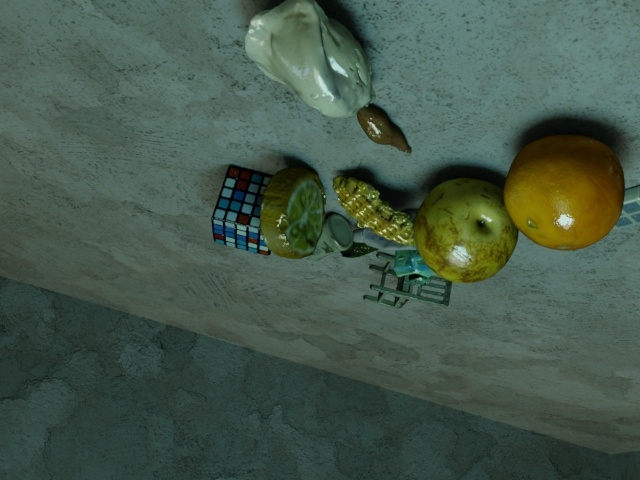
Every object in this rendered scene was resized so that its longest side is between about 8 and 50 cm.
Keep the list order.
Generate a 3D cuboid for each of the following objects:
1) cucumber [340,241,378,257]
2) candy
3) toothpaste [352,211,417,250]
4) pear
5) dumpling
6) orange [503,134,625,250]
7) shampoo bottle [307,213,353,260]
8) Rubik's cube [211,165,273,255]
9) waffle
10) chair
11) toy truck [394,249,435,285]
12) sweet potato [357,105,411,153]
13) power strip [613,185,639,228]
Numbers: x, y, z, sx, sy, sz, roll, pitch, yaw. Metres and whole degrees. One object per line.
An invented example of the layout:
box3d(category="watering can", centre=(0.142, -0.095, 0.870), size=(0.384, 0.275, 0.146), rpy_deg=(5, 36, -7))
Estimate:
box3d(category="cucumber", centre=(0.150, 0.010, 2.121), size=(0.227, 0.069, 0.069), rpy_deg=(-18, 140, 41))
box3d(category="candy", centre=(-0.072, -0.076, 1.839), size=(0.117, 0.260, 0.260), rpy_deg=(6, 153, 24))
box3d(category="toothpaste", centre=(0.202, -0.024, 1.983), size=(0.282, 0.068, 0.099), rpy_deg=(-4, 107, 48))
box3d(category="pear", centre=(0.368, -0.027, 1.696), size=(0.280, 0.281, 0.281), rpy_deg=(11, 154, 6))
box3d(category="dumpling", centre=(-0.022, -0.342, 1.346), size=(0.242, 0.187, 0.318), rpy_deg=(-3, 153, 24))
box3d(category="orange", centre=(0.535, -0.104, 1.467), size=(0.260, 0.261, 0.261), rpy_deg=(11, 154, 6))
box3d(category="shampoo bottle", centre=(0.000, 0.000, 2.126), size=(0.234, 0.087, 0.118), rpy_deg=(-24, 96, 53))
box3d(category="Rubik's cube", centre=(-0.210, -0.086, 1.968), size=(0.182, 0.187, 0.184), rpy_deg=(14, 157, -1))
box3d(category="waffle", centre=(0.147, -0.082, 1.840), size=(0.291, 0.051, 0.291), rpy_deg=(36, 167, 10))
box3d(category="chair", centre=(0.295, 0.154, 2.251), size=(0.270, 0.137, 0.147), rpy_deg=(13, 156, -2))
box3d(category="toy truck", centre=(0.346, 0.033, 1.951), size=(0.278, 0.155, 0.156), rpy_deg=(-10, 149, 39))
box3d(category="sweet potato", centre=(0.151, -0.254, 1.581), size=(0.068, 0.068, 0.226), rpy_deg=(-11, 146, 41))
box3d(category="power strip", centre=(0.692, -0.055, 1.729), size=(0.106, 0.043, 0.367), rpy_deg=(30, 150, -28))
